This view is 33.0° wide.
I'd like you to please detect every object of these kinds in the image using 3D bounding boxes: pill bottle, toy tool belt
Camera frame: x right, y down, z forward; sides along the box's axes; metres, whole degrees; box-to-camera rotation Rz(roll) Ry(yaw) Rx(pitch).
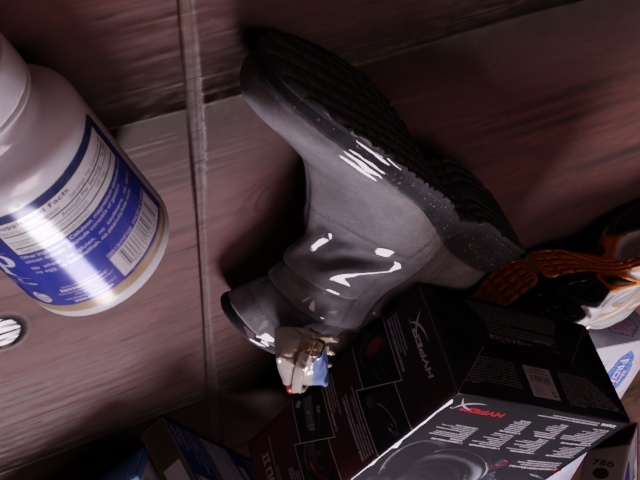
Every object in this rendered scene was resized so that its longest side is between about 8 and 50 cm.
[{"bbox_3d":[-0.182,-0.043,0.670,0.112,0.112,0.186,-34,141,-2],"label":"pill bottle"},{"bbox_3d":[-0.007,0.099,0.874,0.051,0.052,0.083,-7,146,3],"label":"toy tool belt"}]

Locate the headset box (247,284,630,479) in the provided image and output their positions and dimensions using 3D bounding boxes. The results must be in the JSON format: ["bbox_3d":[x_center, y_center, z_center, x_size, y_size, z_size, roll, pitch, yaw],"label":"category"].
[{"bbox_3d":[0.090,0.182,0.980,0.218,0.110,0.293,14,134,-36],"label":"headset box"}]

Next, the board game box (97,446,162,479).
[{"bbox_3d":[-0.194,0.404,0.988,0.308,0.086,0.302,-37,98,1],"label":"board game box"}]

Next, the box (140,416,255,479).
[{"bbox_3d":[-0.071,0.259,1.035,0.036,0.136,0.225,-43,141,7],"label":"box"}]

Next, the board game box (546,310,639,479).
[{"bbox_3d":[0.196,0.224,1.251,0.318,0.066,0.318,-5,132,-32],"label":"board game box"}]

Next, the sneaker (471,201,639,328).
[{"bbox_3d":[0.269,0.063,1.123,0.263,0.099,0.121,-22,144,-15],"label":"sneaker"}]

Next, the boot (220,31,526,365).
[{"bbox_3d":[0.000,0.000,0.855,0.223,0.118,0.338,-37,134,18],"label":"boot"}]

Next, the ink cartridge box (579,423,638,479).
[{"bbox_3d":[0.372,0.409,1.446,0.332,0.065,0.165,-53,140,-50],"label":"ink cartridge box"}]
